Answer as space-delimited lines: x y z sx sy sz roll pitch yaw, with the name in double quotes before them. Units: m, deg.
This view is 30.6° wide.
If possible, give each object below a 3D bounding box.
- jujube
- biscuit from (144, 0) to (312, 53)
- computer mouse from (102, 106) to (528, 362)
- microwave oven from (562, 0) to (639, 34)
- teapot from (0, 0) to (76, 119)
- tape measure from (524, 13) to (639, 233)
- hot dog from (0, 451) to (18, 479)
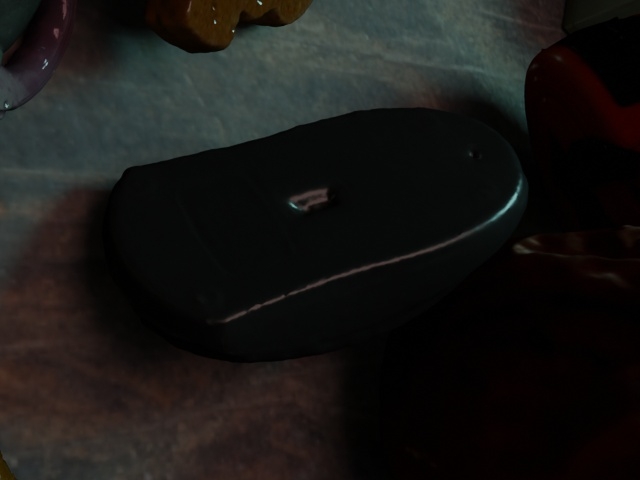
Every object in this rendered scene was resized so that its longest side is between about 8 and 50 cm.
"jujube" 0.189 0.101 0.729 0.223 0.318 0.223 18 68 -55
"biscuit" -0.044 -0.262 0.691 0.284 0.043 0.306 25 81 -70
"computer mouse" 0.000 0.000 0.704 0.270 0.086 0.137 -17 51 -25
"microwave oven" 0.377 -0.214 1.096 0.240 0.194 0.145 32 56 -31
"teapot" -0.191 -0.134 0.597 0.116 0.148 0.146 10 82 -5
"tape measure" 0.246 -0.041 0.893 0.253 0.114 0.260 72 -5 -46
"hot dog" -0.194 0.087 0.553 0.071 0.045 0.165 -30 100 -43
